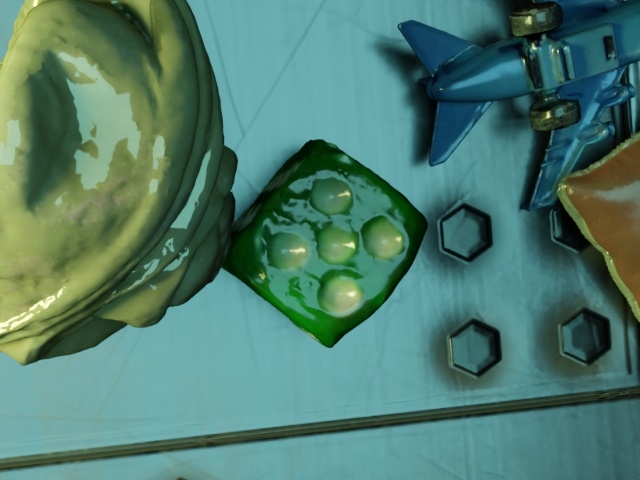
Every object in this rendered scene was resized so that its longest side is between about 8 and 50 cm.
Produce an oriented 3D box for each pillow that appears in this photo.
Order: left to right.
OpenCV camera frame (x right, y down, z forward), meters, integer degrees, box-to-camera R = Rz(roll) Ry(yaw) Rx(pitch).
[{"bbox_3d":[0.307,-0.030,1.072,0.179,0.075,0.171,-36,104,-4],"label":"pillow"}]

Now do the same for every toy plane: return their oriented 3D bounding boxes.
[{"bbox_3d":[0.203,-0.156,1.043,0.271,0.105,0.254,-16,108,-4],"label":"toy plane"}]

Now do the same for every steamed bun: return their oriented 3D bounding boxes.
[{"bbox_3d":[-0.151,-0.047,0.899,0.207,0.280,0.268,22,48,-17],"label":"steamed bun"}]

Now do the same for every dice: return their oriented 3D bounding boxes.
[{"bbox_3d":[0.000,0.000,1.001,0.120,0.128,0.131,39,87,-7],"label":"dice"}]
